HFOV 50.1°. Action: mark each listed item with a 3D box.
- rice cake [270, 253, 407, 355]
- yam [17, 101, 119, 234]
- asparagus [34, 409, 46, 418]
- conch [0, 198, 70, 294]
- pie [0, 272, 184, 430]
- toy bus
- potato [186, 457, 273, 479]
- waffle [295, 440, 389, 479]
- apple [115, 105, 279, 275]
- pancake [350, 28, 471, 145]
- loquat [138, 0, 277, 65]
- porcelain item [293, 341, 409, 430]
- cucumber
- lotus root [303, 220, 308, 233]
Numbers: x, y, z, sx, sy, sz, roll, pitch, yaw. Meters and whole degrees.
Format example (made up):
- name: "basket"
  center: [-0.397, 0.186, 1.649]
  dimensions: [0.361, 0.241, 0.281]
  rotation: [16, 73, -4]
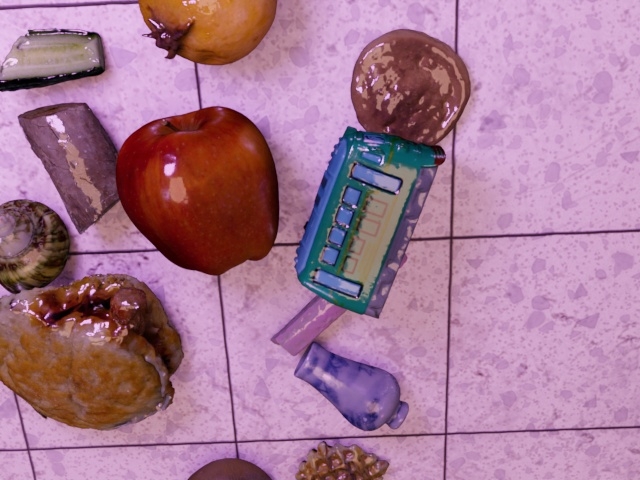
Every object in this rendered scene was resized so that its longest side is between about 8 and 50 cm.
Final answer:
- name: "rice cake"
  center: [0.034, 0.126, 1.473]
  dimensions: [0.365, 0.056, 0.072]
  rotation: [-41, 104, 14]
- name: "yam"
  center: [-0.460, -0.149, 1.320]
  dimensions: [0.154, 0.154, 0.254]
  rotation: [-20, 106, 7]
- name: "asparagus"
  center: [-0.688, 0.355, 1.582]
  dimensions: [0.016, 0.013, 0.166]
  rotation: [-35, 108, 1]
- name: "conch"
  center: [-0.592, 0.010, 1.374]
  dimensions: [0.124, 0.187, 0.181]
  rotation: [-2, 158, 38]
- name: "pie"
  center: [-0.515, 0.240, 1.447]
  dimensions: [0.418, 0.180, 0.395]
  rotation: [-8, 127, 5]
- name: "toy bus"
  center: [0.082, -0.045, 1.298]
  dimensions: [0.200, 0.183, 0.343]
  rotation: [19, 105, -3]
- name: "potato"
  center: [-0.218, 0.602, 1.607]
  dimensions: [0.235, 0.160, 0.177]
  rotation: [7, 136, -18]
- name: "waffle"
  center: [0.042, 0.578, 1.646]
  dimensions: [0.204, 0.054, 0.223]
  rotation: [21, 110, -8]
- name: "apple"
  center: [-0.217, -0.097, 1.274]
  dimensions: [0.288, 0.288, 0.316]
  rotation: [-17, 120, 6]
- name: "pancake"
  center: [0.175, -0.284, 1.318]
  dimensions: [0.242, 0.050, 0.241]
  rotation: [0, 112, -1]
- name: "loquat"
  center: [-0.197, -0.411, 1.173]
  dimensions: [0.244, 0.244, 0.243]
  rotation: [0, 111, 0]
- name: "porcelain item"
  center: [0.072, 0.324, 1.513]
  dimensions: [0.259, 0.141, 0.141]
  rotation: [33, 108, -2]
- name: "cucumber"
  center: [-0.502, -0.331, 1.284]
  dimensions: [0.193, 0.115, 0.085]
  rotation: [-10, 154, -1]
- name: "lotus root"
  center: [0.000, 0.000, 1.425]
  dimensions: [0.099, 0.054, 0.049]
  rotation: [42, 83, -17]
